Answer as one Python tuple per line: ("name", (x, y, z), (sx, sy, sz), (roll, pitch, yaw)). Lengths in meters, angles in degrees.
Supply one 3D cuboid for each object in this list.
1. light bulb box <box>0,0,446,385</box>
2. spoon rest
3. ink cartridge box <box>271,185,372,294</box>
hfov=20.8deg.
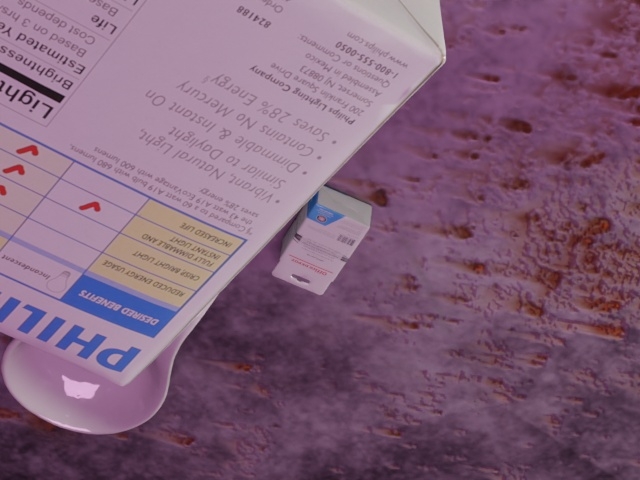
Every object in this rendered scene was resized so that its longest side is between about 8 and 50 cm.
("light bulb box", (-0.172, -0.146, 1.120), (0.358, 0.225, 0.361), (27, 128, -25))
("spoon rest", (-0.156, 0.074, 1.417), (0.137, 0.084, 0.276), (32, 125, -20))
("ink cartridge box", (0.000, 0.000, 1.375), (0.048, 0.028, 0.083), (24, 128, -14))
